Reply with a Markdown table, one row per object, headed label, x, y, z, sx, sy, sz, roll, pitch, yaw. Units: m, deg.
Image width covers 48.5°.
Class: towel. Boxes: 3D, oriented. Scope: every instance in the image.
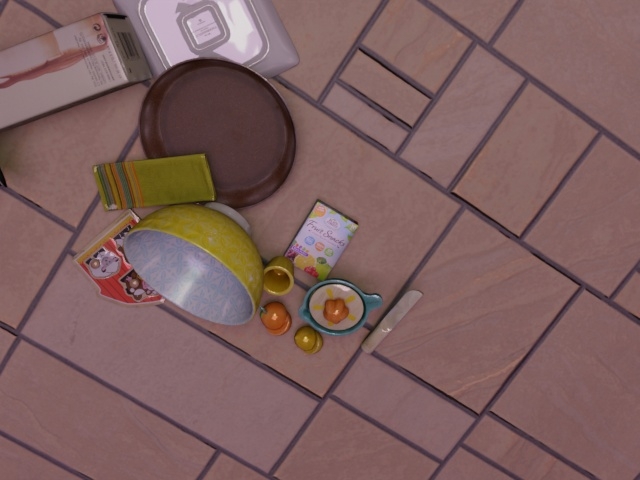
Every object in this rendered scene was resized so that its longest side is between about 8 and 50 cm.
| label | x | y | z | sx | sy | sz | roll | pitch | yaw |
| --- | --- | --- | --- | --- | --- | --- | --- | --- | --- |
| towel | -0.328 | -0.112 | 1.399 | 0.237 | 0.021 | 0.102 | -5 | 120 | 11 |

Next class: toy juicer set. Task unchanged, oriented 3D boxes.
| label | x | y | z | sx | sy | sz | roll | pitch | yaw |
| --- | --- | --- | --- | --- | --- | --- | --- | --- | --- |
| toy juicer set | 0.025 | 0.165 | 1.456 | 0.329 | 0.089 | 0.209 | 14 | 118 | -1 |

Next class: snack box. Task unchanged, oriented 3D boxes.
| label | x | y | z | sx | sy | sz | roll | pitch | yaw |
| --- | --- | --- | --- | --- | --- | --- | --- | --- | --- |
| snack box | 0.000 | 0.000 | 1.461 | 0.100 | 0.037 | 0.141 | 30 | 103 | -10 |

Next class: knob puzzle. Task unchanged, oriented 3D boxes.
| label | x | y | z | sx | sy | sz | roll | pitch | yaw |
| --- | --- | --- | --- | --- | --- | --- | --- | --- | --- |
| knob puzzle | -0.393 | 0.060 | 1.472 | 0.213 | 0.030 | 0.213 | 0 | 104 | -2 |

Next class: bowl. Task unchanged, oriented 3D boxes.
| label | x | y | z | sx | sy | sz | roll | pitch | yaw |
| --- | --- | --- | --- | --- | --- | --- | --- | --- | --- |
| bowl | -0.220 | 0.019 | 1.384 | 0.289 | 0.289 | 0.156 | 35 | 58 | -10 |

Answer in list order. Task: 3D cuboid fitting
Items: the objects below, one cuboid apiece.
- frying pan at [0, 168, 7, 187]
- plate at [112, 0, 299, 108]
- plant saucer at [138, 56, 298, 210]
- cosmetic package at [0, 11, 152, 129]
| label | x | y | z | sx | sy | sz | roll | pitch | yaw |
| --- | --- | --- | --- | --- | --- | --- | --- | --- | --- |
| frying pan | -0.636 | -0.209 | 1.258 | 0.053 | 0.326 | 0.197 | -26 | 72 | -14 |
| plate | -0.219 | -0.404 | 1.349 | 0.277 | 0.045 | 0.278 | -25 | 103 | 6 |
| plant saucer | -0.192 | -0.204 | 1.363 | 0.310 | 0.050 | 0.311 | 4 | 120 | 7 |
| cosmetic package | -0.483 | -0.306 | 1.300 | 0.296 | 0.153 | 0.129 | -18 | 105 | 7 |
